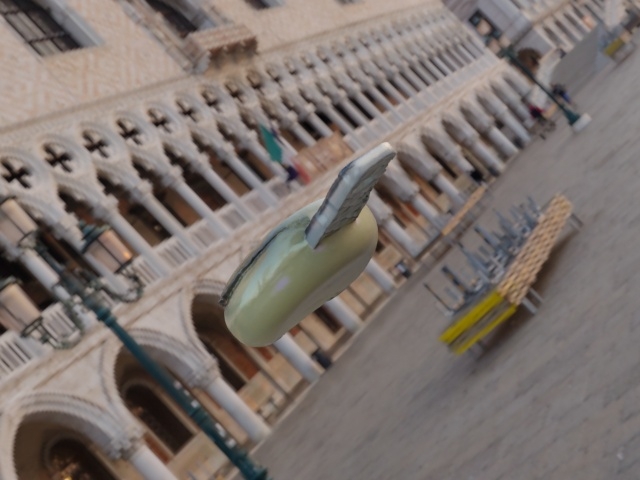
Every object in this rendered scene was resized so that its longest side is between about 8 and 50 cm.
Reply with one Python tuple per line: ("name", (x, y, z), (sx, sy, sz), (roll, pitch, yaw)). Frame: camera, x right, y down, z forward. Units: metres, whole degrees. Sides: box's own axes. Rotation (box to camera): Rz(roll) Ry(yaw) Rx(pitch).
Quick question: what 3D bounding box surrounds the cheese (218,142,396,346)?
("cheese", (0.000, 0.000, 0.574), (0.127, 0.054, 0.251), (-35, -9, -22))
